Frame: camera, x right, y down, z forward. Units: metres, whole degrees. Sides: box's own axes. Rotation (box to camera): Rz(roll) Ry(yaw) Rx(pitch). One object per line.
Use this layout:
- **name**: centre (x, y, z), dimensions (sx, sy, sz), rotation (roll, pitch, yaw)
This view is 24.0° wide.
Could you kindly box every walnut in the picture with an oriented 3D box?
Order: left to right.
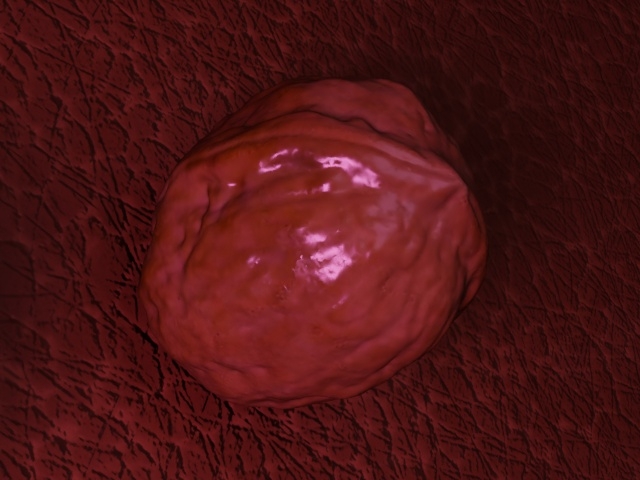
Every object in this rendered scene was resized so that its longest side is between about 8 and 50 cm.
- **walnut**: centre (-0.002, -0.003, 1.402), dimensions (0.306, 0.344, 0.306), rotation (27, 54, -43)
